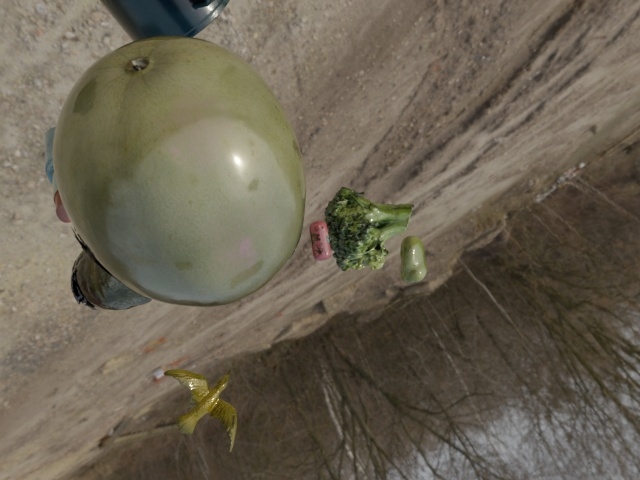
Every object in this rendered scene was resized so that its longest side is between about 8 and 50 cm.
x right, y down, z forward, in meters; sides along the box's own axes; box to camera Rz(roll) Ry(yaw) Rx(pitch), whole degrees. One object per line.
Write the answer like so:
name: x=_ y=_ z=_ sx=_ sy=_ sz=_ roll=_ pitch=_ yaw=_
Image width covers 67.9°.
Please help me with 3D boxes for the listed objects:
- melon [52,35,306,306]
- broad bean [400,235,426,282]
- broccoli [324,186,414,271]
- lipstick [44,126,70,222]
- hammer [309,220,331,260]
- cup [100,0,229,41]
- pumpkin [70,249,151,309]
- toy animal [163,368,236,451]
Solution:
melon: x=-0.149 y=-0.059 z=0.556 sx=0.269 sy=0.268 sz=0.330 roll=-29 pitch=147 yaw=-14
broad bean: x=0.161 y=0.033 z=0.831 sx=0.045 sy=0.083 sz=0.063 roll=-2 pitch=-179 yaw=40
broccoli: x=0.133 y=-0.034 z=1.309 sx=0.246 sy=0.288 sz=0.247 roll=0 pitch=144 yaw=9
lipstick: x=-0.496 y=-0.130 z=0.920 sx=0.061 sy=0.274 sz=0.068 roll=12 pitch=122 yaw=-39
hammer: x=0.000 y=0.000 z=0.986 sx=0.043 sy=0.083 sz=0.043 roll=-7 pitch=176 yaw=-1
cup: x=-0.345 y=-0.538 z=0.907 sx=0.242 sy=0.307 sz=0.292 roll=-32 pitch=132 yaw=7
pumpkin: x=-0.489 y=0.060 z=1.268 sx=0.321 sy=0.192 sz=0.320 roll=-19 pitch=-166 yaw=5
toy animal: x=-0.259 y=0.349 z=1.068 sx=0.095 sy=0.219 sz=0.155 roll=-37 pitch=-170 yaw=27
